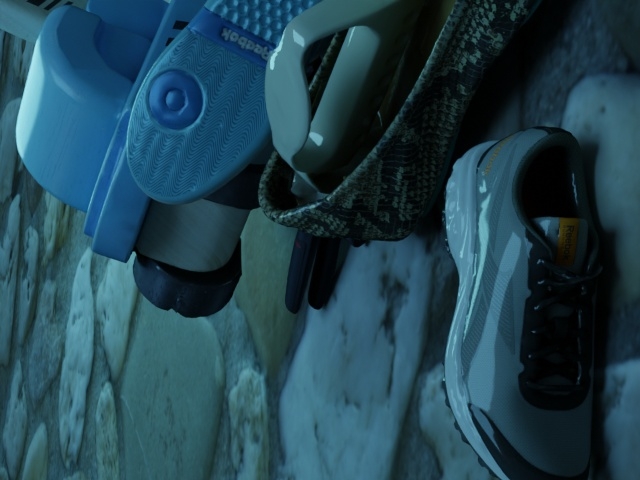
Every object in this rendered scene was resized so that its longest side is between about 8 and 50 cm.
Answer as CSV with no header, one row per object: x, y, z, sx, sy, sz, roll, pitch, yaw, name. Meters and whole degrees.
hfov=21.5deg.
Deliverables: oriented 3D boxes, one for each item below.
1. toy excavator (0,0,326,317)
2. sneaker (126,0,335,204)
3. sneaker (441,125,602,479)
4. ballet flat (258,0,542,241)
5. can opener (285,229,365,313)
-0.233,-0.193,1.698,0.222,0.445,0.433,118,171,-45,toy excavator
-0.041,-0.170,1.502,0.319,0.127,0.208,-55,-10,10,sneaker
0.147,0.047,1.168,0.108,0.100,0.271,-32,58,57,sneaker
0.063,-0.174,1.282,0.164,0.182,0.482,62,143,35,ballet flat
0.000,0.000,1.573,0.073,0.059,0.186,-109,32,-41,can opener
